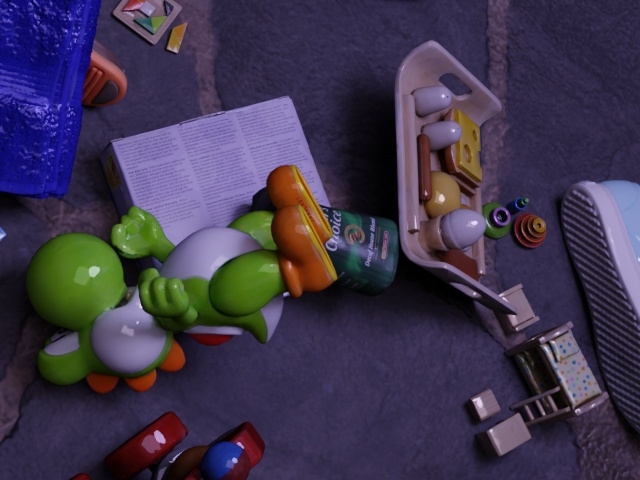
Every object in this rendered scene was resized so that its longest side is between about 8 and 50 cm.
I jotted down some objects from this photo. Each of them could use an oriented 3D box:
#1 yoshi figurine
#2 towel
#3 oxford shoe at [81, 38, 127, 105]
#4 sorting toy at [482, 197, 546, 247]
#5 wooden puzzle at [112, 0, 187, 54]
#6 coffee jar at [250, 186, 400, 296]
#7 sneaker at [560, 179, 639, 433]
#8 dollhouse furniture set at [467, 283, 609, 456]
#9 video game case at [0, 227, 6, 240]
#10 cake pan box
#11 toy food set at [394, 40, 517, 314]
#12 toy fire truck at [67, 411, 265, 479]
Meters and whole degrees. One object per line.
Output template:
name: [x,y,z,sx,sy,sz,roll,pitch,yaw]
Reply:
yoshi figurine: [-0.177,0.030,1.514,0.362,0.203,0.203,-26,69,10]
towel: [-0.361,-0.208,1.509,0.228,0.076,0.308,9,98,-21]
oxford shoe: [-0.373,-0.296,1.628,0.364,0.130,0.132,35,51,-16]
sorting toy: [0.268,-0.029,1.865,0.102,0.042,0.061,17,69,-18]
wooden puzzle: [-0.219,-0.294,1.752,0.116,0.014,0.078,30,65,-12]
coffee jar: [0.000,0.000,1.649,0.184,0.079,0.096,16,69,-20]
sneaker: [0.452,0.083,1.861,0.150,0.135,0.365,-9,79,-22]
dollhouse furniture set: [0.253,0.161,1.769,0.161,0.101,0.182,-25,85,-27]
video game case: [-0.460,0.001,1.560,0.119,0.015,0.166,49,63,-3]
cake pan box: [-0.109,-0.034,1.692,0.267,0.070,0.245,-18,85,-27]
toy food set: [0.188,-0.075,1.750,0.220,0.092,0.306,29,55,-53]
toy fire truck: [-0.173,0.295,1.460,0.302,0.254,0.169,-35,90,-27]
